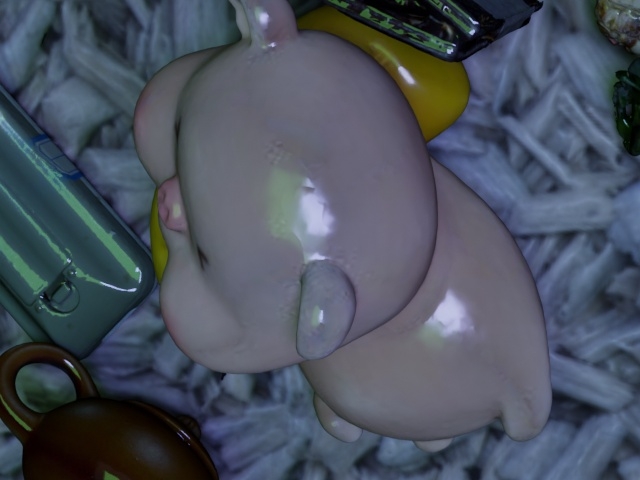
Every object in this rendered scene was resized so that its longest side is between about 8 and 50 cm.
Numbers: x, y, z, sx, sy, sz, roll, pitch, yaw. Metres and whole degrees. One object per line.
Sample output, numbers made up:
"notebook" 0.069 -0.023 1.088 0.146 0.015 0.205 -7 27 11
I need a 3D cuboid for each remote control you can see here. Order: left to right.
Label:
"remote control" -0.284 -0.050 0.824 0.335 0.065 0.128 47 109 6

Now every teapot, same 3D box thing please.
"teapot" -0.160 0.176 0.787 0.252 0.135 0.178 48 139 -2

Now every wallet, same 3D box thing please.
"wallet" 0.012 -0.202 0.641 0.262 0.221 0.071 33 114 9

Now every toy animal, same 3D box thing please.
"toy animal" -0.018 0.010 0.661 0.278 0.247 0.345 -18 92 19

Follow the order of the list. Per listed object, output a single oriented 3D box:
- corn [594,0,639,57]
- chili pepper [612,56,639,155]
"corn" 0.298 -0.132 0.645 0.237 0.079 0.079 20 102 10
"chili pepper" 0.290 -0.064 0.651 0.216 0.108 0.062 17 98 -1
